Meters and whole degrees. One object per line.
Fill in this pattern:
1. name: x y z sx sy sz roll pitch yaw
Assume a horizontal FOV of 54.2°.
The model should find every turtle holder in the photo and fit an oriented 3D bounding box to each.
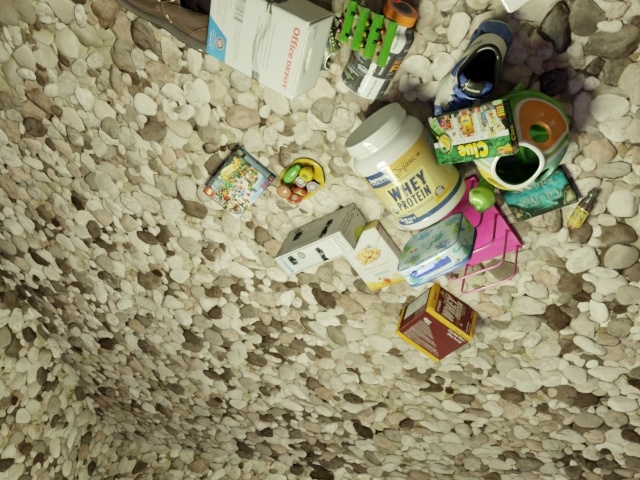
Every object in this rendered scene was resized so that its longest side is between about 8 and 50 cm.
1. turtle holder: 0.496 -0.237 1.653 0.320 0.227 0.243 -26 114 34

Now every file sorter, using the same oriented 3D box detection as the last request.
1. file sorter: 0.444 -0.006 1.894 0.202 0.182 0.290 -25 114 35

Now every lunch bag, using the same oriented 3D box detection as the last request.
1. lunch bag: 0.322 0.031 1.734 0.219 0.176 0.090 -31 110 35

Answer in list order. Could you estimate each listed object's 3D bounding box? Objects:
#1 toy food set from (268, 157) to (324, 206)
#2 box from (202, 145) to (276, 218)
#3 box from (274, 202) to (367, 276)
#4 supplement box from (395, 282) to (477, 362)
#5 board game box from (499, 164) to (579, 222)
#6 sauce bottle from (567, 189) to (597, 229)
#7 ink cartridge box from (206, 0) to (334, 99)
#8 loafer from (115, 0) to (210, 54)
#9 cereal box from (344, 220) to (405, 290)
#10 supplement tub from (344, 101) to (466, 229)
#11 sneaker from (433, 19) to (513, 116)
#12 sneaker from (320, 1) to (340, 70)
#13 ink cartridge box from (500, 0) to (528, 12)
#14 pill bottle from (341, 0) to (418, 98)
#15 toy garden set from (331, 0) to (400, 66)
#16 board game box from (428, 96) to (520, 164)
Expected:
1. toy food set: -0.081 -0.174 2.046 0.128 0.071 0.218 42 131 -13
2. box: -0.279 -0.192 2.129 0.159 0.044 0.233 39 131 -11
3. box: 0.000 0.000 2.090 0.290 0.169 0.087 -24 115 34
4. supplement box: 0.405 0.290 2.185 0.191 0.129 0.194 36 132 -8
5. board game box: 0.635 -0.133 1.819 0.186 0.026 0.126 -22 116 34
6. sauce bottle: 0.754 -0.089 1.797 0.042 0.042 0.128 18 131 8
7. ink cartridge box: -0.142 -0.554 1.676 0.308 0.129 0.223 32 133 16
8. loafer: -0.438 -0.673 1.769 0.366 0.133 0.130 28 110 -15
9. cereal box: 0.183 0.056 2.138 0.173 0.047 0.240 -23 118 35
10. supplement tub: 0.238 -0.210 1.782 0.228 0.228 0.316 -28 113 37
11. sneaker: 0.375 -0.396 1.607 0.128 0.182 0.315 26 132 2
12. sneaker: 0.017 -0.551 1.713 0.086 0.064 0.192 17 130 -6
13. ink cartridge box: 0.481 -0.705 1.391 0.296 0.066 0.261 -29 112 36
14. pill bottle: 0.161 -0.504 1.640 0.131 0.130 0.245 29 133 -2
15. toy garden set: 0.110 -0.569 1.548 0.049 0.244 0.203 0 121 -30
16. board game box: 0.381 -0.269 1.578 0.260 0.030 0.136 -1 109 59
